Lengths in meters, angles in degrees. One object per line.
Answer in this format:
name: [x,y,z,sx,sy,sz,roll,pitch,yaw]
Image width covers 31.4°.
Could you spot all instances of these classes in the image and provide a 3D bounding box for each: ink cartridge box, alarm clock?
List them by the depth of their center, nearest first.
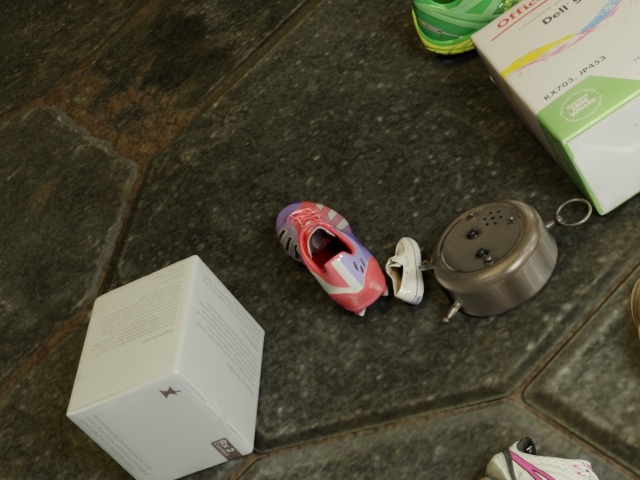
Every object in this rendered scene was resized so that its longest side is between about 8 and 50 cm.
alarm clock: [0.198,0.005,1.209,0.192,0.064,0.129,-28,36,10]
ink cartridge box: [0.309,-0.208,1.297,0.207,0.119,0.353,-34,34,7]

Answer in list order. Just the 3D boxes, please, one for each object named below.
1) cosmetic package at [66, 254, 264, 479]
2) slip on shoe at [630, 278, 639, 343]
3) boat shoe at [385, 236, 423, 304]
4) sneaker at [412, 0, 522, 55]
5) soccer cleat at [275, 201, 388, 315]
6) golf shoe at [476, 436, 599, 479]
cosmetic package: [-0.169,0.149,1.289,0.151,0.151,0.184,-23,36,22]
slip on shoe: [0.309,0.075,1.042,0.051,0.041,0.135,-19,39,25]
boat shoe: [0.091,0.031,1.285,0.100,0.035,0.035,-93,26,-46]
sneaker: [0.252,-0.342,1.494,0.295,0.123,0.109,-22,31,21]
soccer cleat: [0.000,0.000,1.357,0.083,0.095,0.248,-39,35,-1]
golf shoe: [0.207,0.217,0.949,0.086,0.067,0.186,-48,36,-16]
